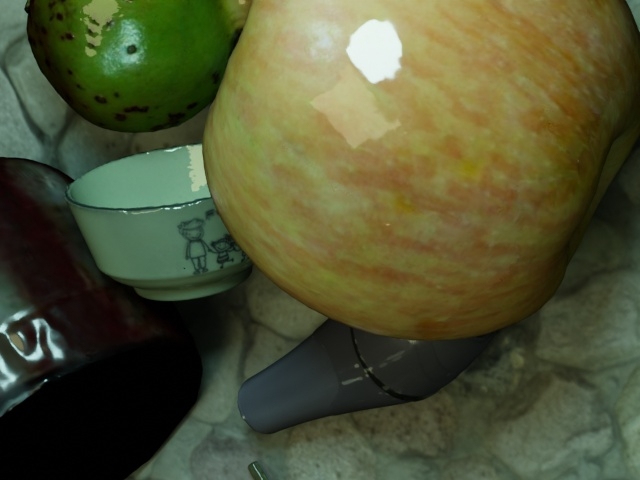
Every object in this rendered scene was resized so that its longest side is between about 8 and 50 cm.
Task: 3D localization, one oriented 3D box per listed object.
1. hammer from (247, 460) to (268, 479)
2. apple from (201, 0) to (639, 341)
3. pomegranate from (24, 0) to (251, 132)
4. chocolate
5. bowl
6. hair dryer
[{"bbox_3d":[0.006,0.349,2.005,0.029,0.058,0.292,-41,74,30],"label":"hammer"},{"bbox_3d":[0.089,-0.113,1.653,0.346,0.391,0.391,25,114,4],"label":"apple"},{"bbox_3d":[-0.143,-0.205,1.872,0.286,0.231,0.231,19,110,15],"label":"pomegranate"},{"bbox_3d":[-0.348,0.094,1.981,0.331,0.383,0.384,51,121,20],"label":"chocolate"},{"bbox_3d":[-0.127,-0.013,1.856,0.211,0.211,0.112,1,109,31],"label":"bowl"},{"bbox_3d":[0.000,0.000,1.910,0.301,0.121,0.361,-27,77,41],"label":"hair dryer"}]
